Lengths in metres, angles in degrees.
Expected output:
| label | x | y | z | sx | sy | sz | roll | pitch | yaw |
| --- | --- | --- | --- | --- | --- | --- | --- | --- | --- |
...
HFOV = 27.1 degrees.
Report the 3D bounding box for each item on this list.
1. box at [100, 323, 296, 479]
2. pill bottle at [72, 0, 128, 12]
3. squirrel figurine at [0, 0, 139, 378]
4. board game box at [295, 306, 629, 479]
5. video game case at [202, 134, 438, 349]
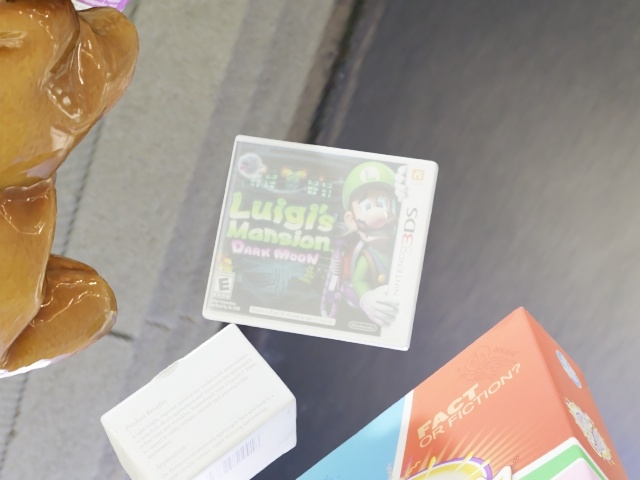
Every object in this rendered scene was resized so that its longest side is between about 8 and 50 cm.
| label | x | y | z | sx | sy | sz | roll | pitch | yaw |
| --- | --- | --- | --- | --- | --- | --- | --- | --- | --- |
| box | -0.132 | 0.215 | 1.493 | 0.181 | 0.119 | 0.182 | -36 | 160 | -16 |
| pill bottle | -0.259 | -0.252 | 1.225 | 0.301 | 0.169 | 0.169 | -50 | 153 | 23 |
| squirrel figurine | -0.233 | -0.122 | 0.725 | 0.370 | 0.281 | 0.397 | -57 | 165 | 23 |
| board game box | 0.056 | 0.186 | 0.705 | 0.242 | 0.064 | 0.316 | -39 | -165 | 12 |
| video game case | 0.000 | 0.000 | 1.209 | 0.022 | 0.190 | 0.173 | 57 | 42 | -76 |
